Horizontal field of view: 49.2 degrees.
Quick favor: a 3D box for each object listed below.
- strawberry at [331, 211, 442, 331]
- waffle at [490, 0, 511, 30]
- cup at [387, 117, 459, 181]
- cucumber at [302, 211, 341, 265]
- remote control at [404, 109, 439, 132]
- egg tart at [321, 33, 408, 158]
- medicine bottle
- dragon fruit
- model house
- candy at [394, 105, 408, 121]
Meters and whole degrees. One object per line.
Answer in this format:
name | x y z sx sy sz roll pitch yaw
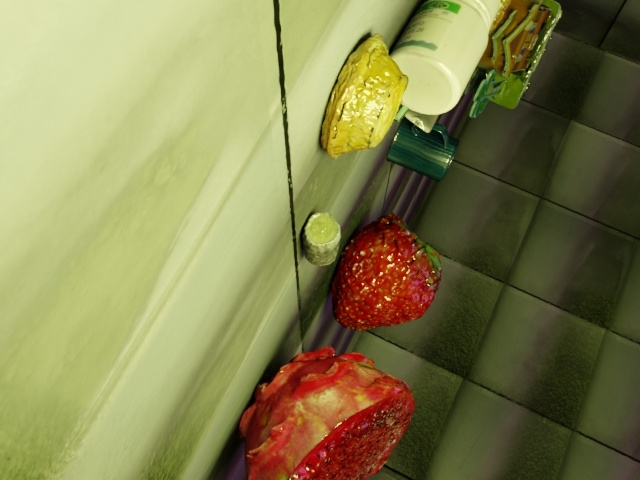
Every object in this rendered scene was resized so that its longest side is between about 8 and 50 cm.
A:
strawberry | 0.141 0.098 1.632 0.288 0.250 0.238 -41 -178 13
waffle | 0.385 -0.515 1.428 0.191 0.038 0.191 -57 174 -10
cup | 0.240 -0.213 1.626 0.113 0.138 0.150 -66 170 2
cucumber | 0.000 -0.001 1.132 0.064 0.064 0.112 -61 172 -21
remote control | 0.245 -0.311 1.569 0.044 0.073 0.229 -48 -175 37
egg tart | 0.064 -0.189 0.964 0.191 0.074 0.191 -59 168 -20
medicine bottle | 0.209 -0.337 1.172 0.139 0.139 0.236 96 20 -62
dragon fruit | -0.013 0.366 1.360 0.371 0.249 0.386 11 118 -52
model house | 0.463 -0.538 1.969 0.313 0.243 0.357 -23 141 -51
candy | 0.253 -0.384 1.504 0.335 0.092 0.093 -54 159 -14
